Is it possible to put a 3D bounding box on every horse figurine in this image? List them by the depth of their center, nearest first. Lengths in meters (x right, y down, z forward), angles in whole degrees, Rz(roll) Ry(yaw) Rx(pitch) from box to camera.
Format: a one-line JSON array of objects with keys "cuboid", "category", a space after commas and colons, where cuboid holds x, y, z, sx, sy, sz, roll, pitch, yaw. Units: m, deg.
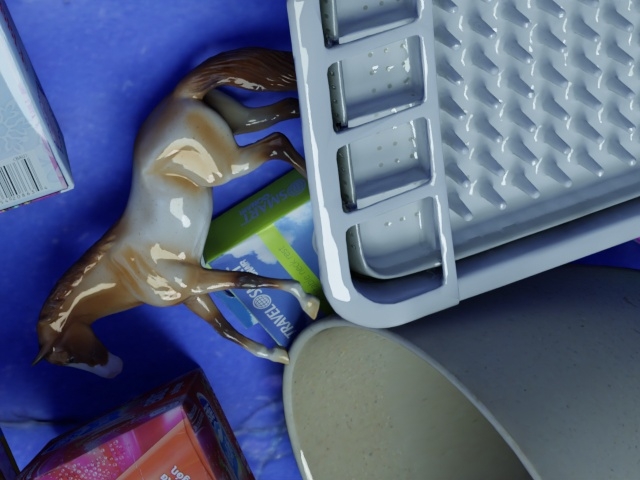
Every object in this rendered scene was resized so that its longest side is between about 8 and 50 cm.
[{"cuboid": [-0.072, -0.021, 1.283, 0.174, 0.066, 0.263, 15, 110, -11], "category": "horse figurine"}]

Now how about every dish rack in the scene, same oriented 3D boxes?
[{"cuboid": [0.128, -0.115, 1.230, 0.333, 0.072, 0.285, -18, 122, -18], "category": "dish rack"}]

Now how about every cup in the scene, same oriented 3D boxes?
[{"cuboid": [0.165, 0.145, 1.391, 0.237, 0.331, 0.331, -31, 138, -27], "category": "cup"}]

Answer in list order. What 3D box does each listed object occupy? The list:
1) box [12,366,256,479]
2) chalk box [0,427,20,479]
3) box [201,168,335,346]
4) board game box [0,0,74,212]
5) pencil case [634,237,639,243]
[{"cuboid": [-0.116, 0.174, 1.323, 0.128, 0.257, 0.122, -26, 92, 0], "category": "box"}, {"cuboid": [-0.292, 0.176, 1.238, 0.180, 0.289, 0.179, -25, 175, 5], "category": "chalk box"}, {"cuboid": [0.000, 0.000, 1.364, 0.178, 0.042, 0.109, -31, 131, 10], "category": "box"}, {"cuboid": [-0.345, -0.112, 1.150, 0.319, 0.066, 0.318, -18, 132, -1], "category": "board game box"}, {"cuboid": [0.239, -0.018, 1.403, 0.152, 0.064, 0.070, 34, 77, -35], "category": "pencil case"}]
